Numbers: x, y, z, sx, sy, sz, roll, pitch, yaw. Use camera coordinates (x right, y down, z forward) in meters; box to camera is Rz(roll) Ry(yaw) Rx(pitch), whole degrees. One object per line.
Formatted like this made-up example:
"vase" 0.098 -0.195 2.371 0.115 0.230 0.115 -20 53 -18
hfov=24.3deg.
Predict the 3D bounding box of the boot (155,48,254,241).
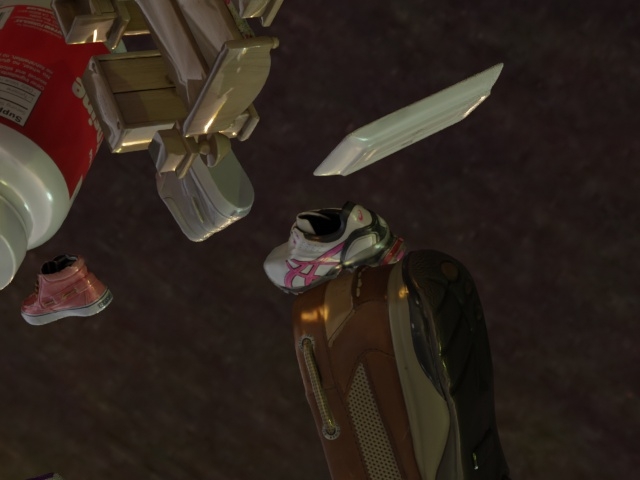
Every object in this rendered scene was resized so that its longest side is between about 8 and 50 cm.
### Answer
"boot" -0.194 -0.125 2.022 0.123 0.095 0.258 -33 77 39

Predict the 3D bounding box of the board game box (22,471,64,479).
"board game box" -0.296 0.378 1.381 0.144 0.142 0.275 38 120 34

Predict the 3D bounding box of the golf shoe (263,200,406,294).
"golf shoe" 0.000 0.000 1.466 0.186 0.067 0.086 -16 124 49

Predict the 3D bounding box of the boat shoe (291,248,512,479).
"boat shoe" 0.055 0.169 0.918 0.120 0.323 0.122 -9 -178 21

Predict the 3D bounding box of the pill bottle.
"pill bottle" -0.420 -0.134 1.996 0.229 0.407 0.229 9 138 9

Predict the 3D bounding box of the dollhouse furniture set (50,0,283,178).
"dollhouse furniture set" -0.115 -0.258 1.561 0.303 0.174 0.355 64 143 23

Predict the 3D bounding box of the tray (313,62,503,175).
"tray" 0.124 -0.155 2.015 0.030 0.270 0.145 60 153 6

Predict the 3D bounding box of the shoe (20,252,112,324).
"shoe" -0.367 0.064 2.049 0.178 0.063 0.081 -9 122 43
